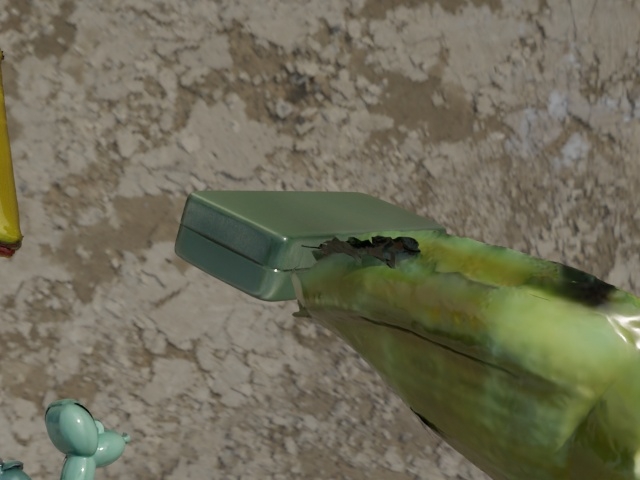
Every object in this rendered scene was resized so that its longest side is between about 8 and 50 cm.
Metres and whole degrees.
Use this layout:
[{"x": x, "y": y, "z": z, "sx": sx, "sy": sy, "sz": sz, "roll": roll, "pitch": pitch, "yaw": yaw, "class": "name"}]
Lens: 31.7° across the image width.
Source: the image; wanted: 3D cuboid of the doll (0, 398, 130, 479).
[{"x": -0.250, "y": 0.236, "z": 1.106, "sx": 0.059, "sy": 0.159, "sz": 0.158, "roll": -17, "pitch": 80, "yaw": 46, "class": "doll"}]

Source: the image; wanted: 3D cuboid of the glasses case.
[{"x": 0.000, "y": 0.000, "z": 0.682, "sx": 0.078, "sy": 0.184, "sz": 0.039, "roll": 25, "pitch": 106, "yaw": 32, "class": "glasses case"}]

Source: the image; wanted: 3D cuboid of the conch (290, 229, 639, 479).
[{"x": 0.071, "y": 0.040, "z": 0.345, "sx": 0.201, "sy": 0.095, "sz": 0.079, "roll": 21, "pitch": 67, "yaw": 23, "class": "conch"}]

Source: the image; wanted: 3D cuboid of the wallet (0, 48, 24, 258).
[{"x": -0.371, "y": -0.100, "z": 1.104, "sx": 0.067, "sy": 0.141, "sz": 0.241, "roll": -43, "pitch": 52, "yaw": 43, "class": "wallet"}]
